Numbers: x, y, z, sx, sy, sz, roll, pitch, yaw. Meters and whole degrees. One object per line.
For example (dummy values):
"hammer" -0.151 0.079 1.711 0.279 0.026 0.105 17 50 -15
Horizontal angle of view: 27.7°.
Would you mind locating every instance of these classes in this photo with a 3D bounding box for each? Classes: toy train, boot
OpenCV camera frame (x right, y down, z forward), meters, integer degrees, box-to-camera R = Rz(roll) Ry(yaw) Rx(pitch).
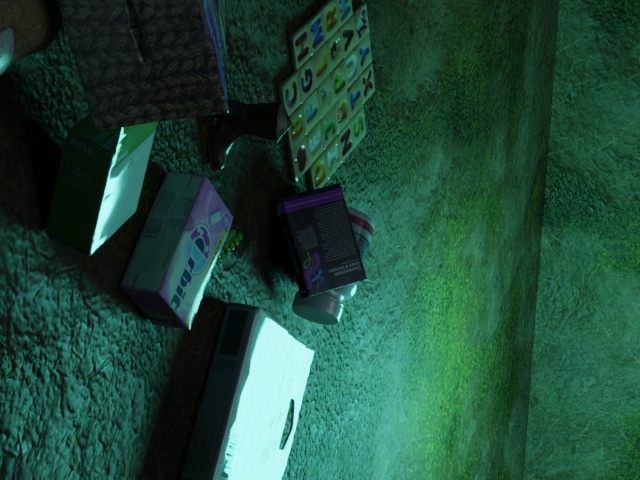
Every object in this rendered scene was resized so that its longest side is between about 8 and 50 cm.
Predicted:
"toy train" -0.138 0.007 1.881 0.083 0.017 0.023 -53 133 -47
"boot" -0.097 -0.143 1.801 0.037 0.114 0.106 -15 111 -64

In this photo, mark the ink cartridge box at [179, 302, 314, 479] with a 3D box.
"ink cartridge box" -0.105 0.258 1.982 0.239 0.060 0.275 45 56 -62

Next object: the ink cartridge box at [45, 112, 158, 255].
"ink cartridge box" -0.240 -0.096 1.464 0.109 0.062 0.209 -52 167 -50

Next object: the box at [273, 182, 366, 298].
"box" 0.000 0.000 2.042 0.116 0.029 0.162 -15 88 -33

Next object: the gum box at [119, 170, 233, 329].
"gum box" -0.185 0.008 1.714 0.107 0.062 0.188 60 44 -55

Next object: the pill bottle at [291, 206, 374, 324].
"pill bottle" 0.016 0.040 2.125 0.108 0.108 0.180 53 49 -58

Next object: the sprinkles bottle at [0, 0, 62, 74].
"sprinkles bottle" -0.375 -0.160 1.161 0.355 0.121 0.121 -50 141 -51

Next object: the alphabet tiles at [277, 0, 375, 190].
"alphabet tiles" 0.017 -0.251 2.154 0.342 0.011 0.285 -52 143 -49

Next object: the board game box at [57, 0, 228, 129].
"board game box" -0.186 -0.299 1.365 0.291 0.141 0.232 -96 177 -50
